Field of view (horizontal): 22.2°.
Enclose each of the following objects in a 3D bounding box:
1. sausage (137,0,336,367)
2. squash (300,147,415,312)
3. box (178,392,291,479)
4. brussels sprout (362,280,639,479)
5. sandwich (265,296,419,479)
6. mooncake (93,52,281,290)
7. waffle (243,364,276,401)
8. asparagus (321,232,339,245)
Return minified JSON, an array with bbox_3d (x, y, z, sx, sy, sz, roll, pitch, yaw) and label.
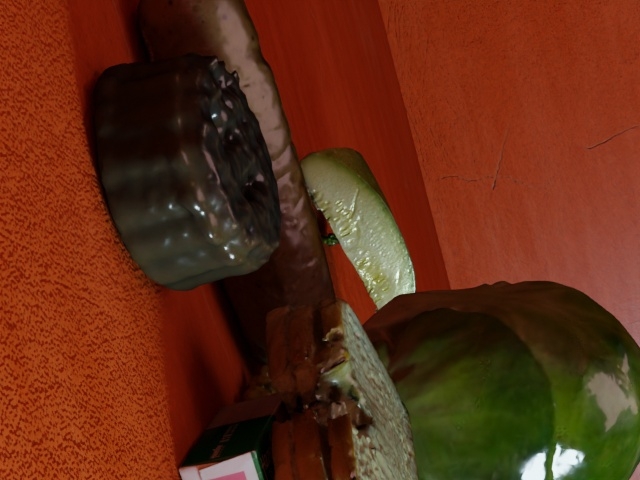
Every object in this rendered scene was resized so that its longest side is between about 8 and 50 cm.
[{"bbox_3d":[-0.077,-0.054,1.733,0.136,0.123,0.500,29,-40,64],"label":"sausage"},{"bbox_3d":[0.070,-0.002,2.336,0.252,0.093,0.169,66,11,20],"label":"squash"},{"bbox_3d":[-0.062,0.239,1.554,0.199,0.081,0.135,-63,137,-77],"label":"box"},{"bbox_3d":[0.190,0.191,1.845,0.281,0.355,0.289,-52,164,-48],"label":"brussels sprout"},{"bbox_3d":[0.026,0.213,1.575,0.273,0.095,0.249,-94,164,-45],"label":"sandwich"},{"bbox_3d":[-0.120,-0.068,1.520,0.228,0.124,0.228,-14,90,-78],"label":"mooncake"},{"bbox_3d":[-0.045,0.232,1.746,0.191,0.038,0.191,-12,90,-80],"label":"waffle"},{"bbox_3d":[0.000,0.000,2.312,0.233,0.023,0.022,-8,114,-78],"label":"asparagus"}]
